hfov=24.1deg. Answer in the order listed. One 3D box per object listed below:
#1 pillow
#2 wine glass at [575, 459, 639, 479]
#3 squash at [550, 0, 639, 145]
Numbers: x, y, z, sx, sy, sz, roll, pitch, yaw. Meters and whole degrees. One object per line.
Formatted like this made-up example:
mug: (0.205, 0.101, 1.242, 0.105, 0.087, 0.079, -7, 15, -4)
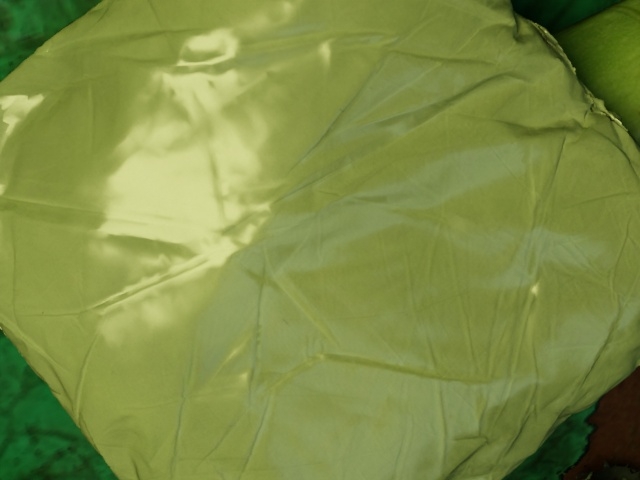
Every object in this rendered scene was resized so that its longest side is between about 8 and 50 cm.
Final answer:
pillow: (-0.002, 0.000, 0.639, 0.274, 0.076, 0.280, -39, 99, 4)
wine glass: (0.144, 0.296, 1.007, 0.143, 0.143, 0.321, 17, 114, -39)
squash: (0.087, -0.019, 0.735, 0.370, 0.118, 0.118, -45, 135, 7)
